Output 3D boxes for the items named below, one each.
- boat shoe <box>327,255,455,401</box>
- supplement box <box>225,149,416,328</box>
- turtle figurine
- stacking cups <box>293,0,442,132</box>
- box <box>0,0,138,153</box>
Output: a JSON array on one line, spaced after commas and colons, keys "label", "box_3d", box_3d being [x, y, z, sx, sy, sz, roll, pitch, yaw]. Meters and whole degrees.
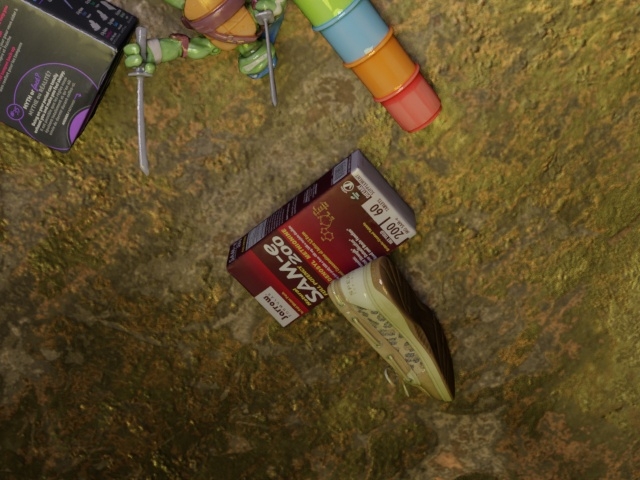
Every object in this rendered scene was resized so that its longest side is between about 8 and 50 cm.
[{"label": "boat shoe", "box_3d": [0.110, 0.133, 1.615, 0.089, 0.104, 0.285, -20, 127, 19]}, {"label": "supplement box", "box_3d": [0.000, 0.000, 1.585, 0.239, 0.073, 0.130, -37, 110, 19]}, {"label": "turtle figurine", "box_3d": [-0.149, -0.270, 1.337, 0.198, 0.275, 0.266, -8, 126, 49]}, {"label": "stacking cups", "box_3d": [0.036, -0.269, 1.453, 0.096, 0.096, 0.316, -32, 114, 16]}, {"label": "box", "box_3d": [-0.392, -0.257, 1.436, 0.270, 0.143, 0.165, 28, 114, -10]}]
